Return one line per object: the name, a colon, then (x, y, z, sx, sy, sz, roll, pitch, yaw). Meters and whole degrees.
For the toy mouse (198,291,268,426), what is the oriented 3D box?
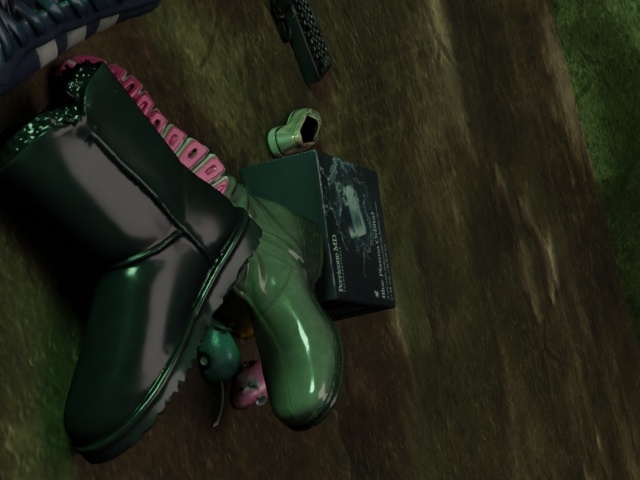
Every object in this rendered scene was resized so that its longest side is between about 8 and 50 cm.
toy mouse: (-0.073, 0.113, 1.147, 0.161, 0.031, 0.143, 59, 30, -36)

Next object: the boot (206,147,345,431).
boot: (-0.067, 0.043, 1.096, 0.161, 0.083, 0.246, 32, 35, -38)

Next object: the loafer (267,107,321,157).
loafer: (-0.018, -0.121, 1.372, 0.125, 0.039, 0.045, -44, 118, -62)

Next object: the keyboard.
keyboard: (-0.030, -0.274, 1.443, 0.180, 0.023, 0.108, 68, 26, -18)

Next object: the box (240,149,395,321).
box: (0.000, 0.000, 1.291, 0.158, 0.093, 0.156, 12, 68, -63)

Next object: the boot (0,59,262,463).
boot: (-0.173, 0.011, 0.914, 0.207, 0.094, 0.246, 44, 58, -25)

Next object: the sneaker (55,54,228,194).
sneaker: (-0.159, -0.081, 1.026, 0.170, 0.075, 0.063, 40, 57, -21)

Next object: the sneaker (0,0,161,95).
sneaker: (-0.189, -0.198, 0.900, 0.131, 0.148, 0.350, 67, 26, -23)
